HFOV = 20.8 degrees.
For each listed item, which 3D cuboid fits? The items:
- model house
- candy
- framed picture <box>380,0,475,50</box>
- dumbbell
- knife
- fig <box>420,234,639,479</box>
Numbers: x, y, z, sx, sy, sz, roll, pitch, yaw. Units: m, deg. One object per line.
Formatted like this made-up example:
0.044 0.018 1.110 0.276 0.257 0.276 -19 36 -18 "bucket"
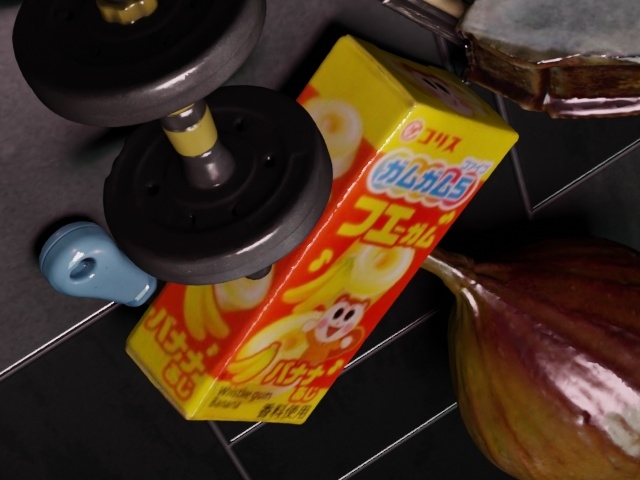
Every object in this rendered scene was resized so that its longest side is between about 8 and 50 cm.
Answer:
0.179 -0.136 1.216 0.165 0.106 0.152 1 155 8 "model house"
0.000 0.000 1.207 0.146 0.088 0.276 13 118 -54 "candy"
0.157 -0.206 1.195 0.199 0.010 0.195 19 116 -49 "framed picture"
-0.082 -0.079 1.015 0.143 0.143 0.325 -32 140 -8 "dumbbell"
-0.108 0.033 1.228 0.058 0.032 0.244 -53 146 9 "knife"
0.153 0.073 1.369 0.321 0.217 0.217 29 110 -32 "fig"
